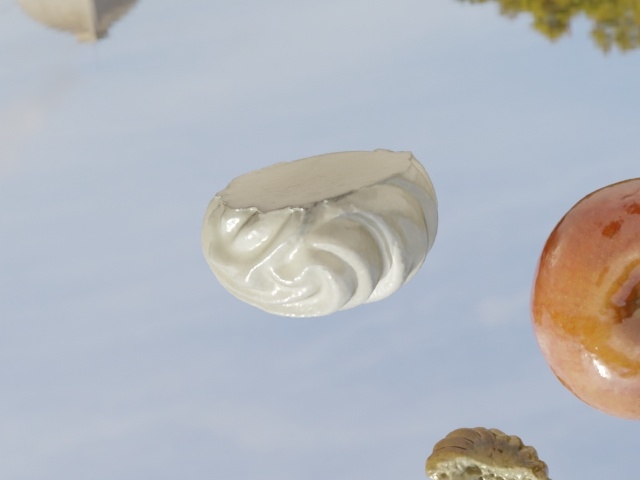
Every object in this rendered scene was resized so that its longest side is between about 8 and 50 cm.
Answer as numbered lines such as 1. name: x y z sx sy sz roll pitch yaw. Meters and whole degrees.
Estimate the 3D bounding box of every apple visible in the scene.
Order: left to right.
1. apple: 0.360 0.060 1.691 0.272 0.251 0.206 -39 -170 10

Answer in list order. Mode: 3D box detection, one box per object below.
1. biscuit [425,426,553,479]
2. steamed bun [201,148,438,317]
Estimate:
1. biscuit: 0.236 0.303 2.114 0.183 0.061 0.118 15 -134 -3
2. steamed bun: 0.000 0.000 1.165 0.183 0.106 0.183 -12 -163 4
